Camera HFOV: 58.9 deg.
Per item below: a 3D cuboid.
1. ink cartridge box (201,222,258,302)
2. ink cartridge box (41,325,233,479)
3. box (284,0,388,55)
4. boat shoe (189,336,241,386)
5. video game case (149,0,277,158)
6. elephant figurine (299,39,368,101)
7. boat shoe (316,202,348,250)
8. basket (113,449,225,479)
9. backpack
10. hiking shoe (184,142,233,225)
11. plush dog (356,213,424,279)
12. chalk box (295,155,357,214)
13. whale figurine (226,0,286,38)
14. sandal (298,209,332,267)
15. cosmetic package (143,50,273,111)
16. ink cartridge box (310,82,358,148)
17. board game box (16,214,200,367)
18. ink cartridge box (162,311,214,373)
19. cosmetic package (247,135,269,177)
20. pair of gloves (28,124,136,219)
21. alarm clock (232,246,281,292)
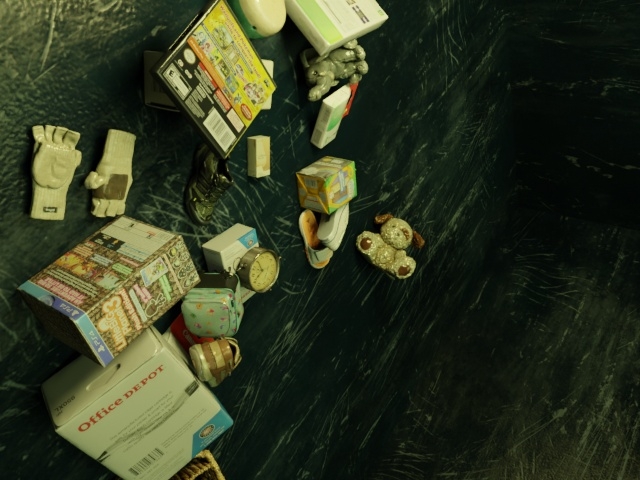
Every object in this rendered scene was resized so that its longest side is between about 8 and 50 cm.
[{"bbox_3d":[-0.251,0.076,1.680,0.148,0.085,0.203,-39,132,-40],"label":"ink cartridge box"},{"bbox_3d":[-0.441,0.413,1.417,0.285,0.166,0.395,-38,135,-14],"label":"ink cartridge box"},{"bbox_3d":[0.035,-0.697,1.683,0.232,0.058,0.322,52,49,-1],"label":"box"},{"bbox_3d":[-0.275,0.331,1.574,0.116,0.123,0.324,-23,172,-8],"label":"boat shoe"},{"bbox_3d":[-0.234,-0.371,1.310,0.248,0.035,0.275,-59,141,-20],"label":"video game case"},{"bbox_3d":[0.011,-0.532,1.759,0.239,0.186,0.170,-31,95,-13],"label":"elephant figurine"},{"bbox_3d":[0.054,-0.076,1.998,0.084,0.095,0.258,50,47,-35],"label":"boat shoe"},{"bbox_3d":[-0.414,0.719,1.591,0.299,0.222,0.214,-21,119,-48],"label":"basket"},{"bbox_3d":[-0.300,0.191,1.581,0.145,0.165,0.189,-88,175,-49],"label":"backpack"},{"bbox_3d":[-0.291,-0.144,1.511,0.086,0.114,0.227,-5,107,-53],"label":"hiking shoe"},{"bbox_3d":[0.292,0.016,2.332,0.226,0.262,0.210,-55,176,-10],"label":"plush dog"},{"bbox_3d":[0.037,-0.199,1.931,0.213,0.132,0.132,-35,129,-41],"label":"chalk box"},{"bbox_3d":[-0.179,-0.654,1.480,0.216,0.141,0.272,33,51,-54],"label":"whale figurine"},{"bbox_3d":[-0.006,0.007,2.002,0.102,0.076,0.265,-51,139,-29],"label":"sandal"},{"bbox_3d":[-0.272,-0.393,1.409,0.296,0.153,0.129,-18,118,-49],"label":"cosmetic package"},{"bbox_3d":[0.068,-0.429,1.887,0.224,0.056,0.181,-41,163,-36],"label":"ink cartridge box"},{"bbox_3d":[-0.463,0.098,1.266,0.291,0.231,0.141,-45,136,-34],"label":"board game box"},{"bbox_3d":[-0.397,0.332,1.609,0.232,0.066,0.189,-48,138,-26],"label":"ink cartridge box"},{"bbox_3d":[-0.183,-0.250,1.683,0.060,0.041,0.115,-24,122,-48],"label":"cosmetic package"},{"bbox_3d":[-0.522,-0.148,1.253,0.240,0.042,0.204,-9,113,-51],"label":"pair of gloves"},{"bbox_3d":[-0.191,0.079,1.631,0.192,0.064,0.130,22,85,-58],"label":"alarm clock"}]
